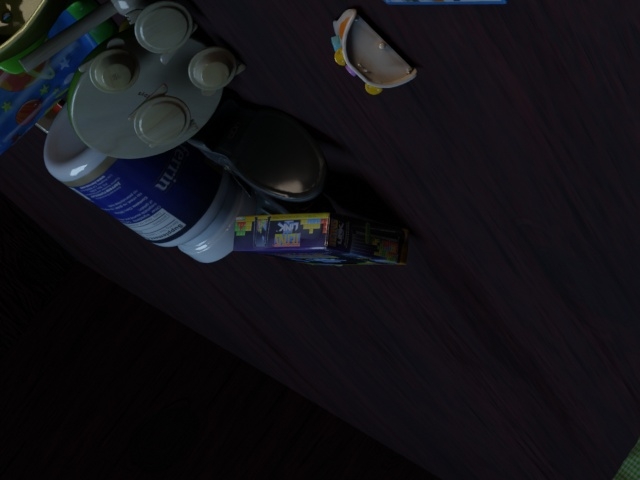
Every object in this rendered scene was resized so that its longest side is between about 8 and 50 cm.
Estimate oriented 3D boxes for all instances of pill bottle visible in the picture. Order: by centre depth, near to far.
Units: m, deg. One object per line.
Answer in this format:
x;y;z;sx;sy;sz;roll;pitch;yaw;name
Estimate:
-0.214;-0.085;1.935;0.265;0.153;0.153;37;171;-37;pill bottle

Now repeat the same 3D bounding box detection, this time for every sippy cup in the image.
-0.410;-0.236;1.889;0.240;0.224;0.305;33;168;18;sippy cup

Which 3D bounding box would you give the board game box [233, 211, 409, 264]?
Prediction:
0.000;0.000;1.837;0.141;0.048;0.170;10;172;-43;board game box

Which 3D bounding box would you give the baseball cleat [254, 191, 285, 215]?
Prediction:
-0.033;-0.012;2.065;0.206;0.072;0.109;31;174;39;baseball cleat

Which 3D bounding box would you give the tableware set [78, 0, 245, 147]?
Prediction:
-0.172;-0.183;1.628;0.168;0.141;0.020;45;-168;-38;tableware set

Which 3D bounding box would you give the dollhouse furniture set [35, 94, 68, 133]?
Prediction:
-0.409;-0.215;2.184;0.259;0.135;0.262;37;168;-5;dollhouse furniture set

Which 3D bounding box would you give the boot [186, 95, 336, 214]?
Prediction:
-0.042;-0.080;1.836;0.263;0.091;0.229;32;174;39;boot

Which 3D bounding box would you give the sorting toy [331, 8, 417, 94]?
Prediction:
0.036;-0.171;1.344;0.083;0.045;0.075;42;-174;-24;sorting toy

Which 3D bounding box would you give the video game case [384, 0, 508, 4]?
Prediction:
0.059;-0.221;1.120;0.119;0.015;0.166;42;167;-28;video game case

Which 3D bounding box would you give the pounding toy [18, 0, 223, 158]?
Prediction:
-0.224;-0.209;1.692;0.110;0.183;0.237;60;-175;38;pounding toy

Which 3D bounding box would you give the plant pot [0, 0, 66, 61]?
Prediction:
-0.365;-0.291;1.543;0.275;0.274;0.293;36;-177;2;plant pot

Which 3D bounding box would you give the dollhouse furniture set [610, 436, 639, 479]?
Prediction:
0.464;0.319;1.618;0.302;0.197;0.151;35;170;5;dollhouse furniture set
